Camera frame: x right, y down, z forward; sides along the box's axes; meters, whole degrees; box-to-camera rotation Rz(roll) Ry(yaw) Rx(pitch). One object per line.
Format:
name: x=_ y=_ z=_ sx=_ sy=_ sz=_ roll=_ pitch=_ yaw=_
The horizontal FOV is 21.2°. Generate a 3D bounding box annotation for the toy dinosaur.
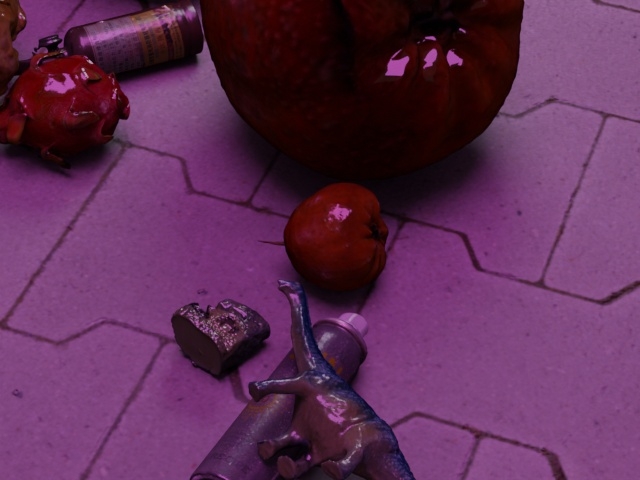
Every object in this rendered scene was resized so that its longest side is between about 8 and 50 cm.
toy dinosaur: x=0.021 y=0.188 z=1.690 sx=0.147 sy=0.076 sz=0.363 roll=-20 pitch=61 yaw=-38

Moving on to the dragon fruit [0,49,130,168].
dragon fruit: x=-0.318 y=-0.165 z=2.079 sx=0.166 sy=0.133 sz=0.136 roll=-13 pitch=36 yaw=-1

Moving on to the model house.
model house: x=-0.107 y=0.094 z=1.859 sx=0.079 sy=0.066 sz=0.083 roll=34 pitch=51 yaw=27

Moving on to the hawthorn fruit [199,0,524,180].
hawthorn fruit: x=0.031 y=-0.266 z=2.049 sx=0.403 sy=0.403 sz=0.403 roll=1 pitch=43 yaw=-1

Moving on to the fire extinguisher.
fire extinguisher: x=-0.283 y=-0.243 z=2.222 sx=0.252 sy=0.106 sz=0.075 roll=-18 pitch=85 yaw=-18

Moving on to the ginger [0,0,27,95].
ginger: x=-0.511 y=-0.267 z=2.146 sx=0.274 sy=0.152 sz=0.357 roll=-16 pitch=32 yaw=-3

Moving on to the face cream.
face cream: x=-0.033 y=0.173 z=1.772 sx=0.073 sy=0.073 sz=0.283 roll=22 pitch=47 yaw=20

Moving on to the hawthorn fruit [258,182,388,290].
hawthorn fruit: x=0.015 y=0.004 z=1.929 sx=0.140 sy=0.125 sz=0.125 roll=-38 pitch=48 yaw=7
